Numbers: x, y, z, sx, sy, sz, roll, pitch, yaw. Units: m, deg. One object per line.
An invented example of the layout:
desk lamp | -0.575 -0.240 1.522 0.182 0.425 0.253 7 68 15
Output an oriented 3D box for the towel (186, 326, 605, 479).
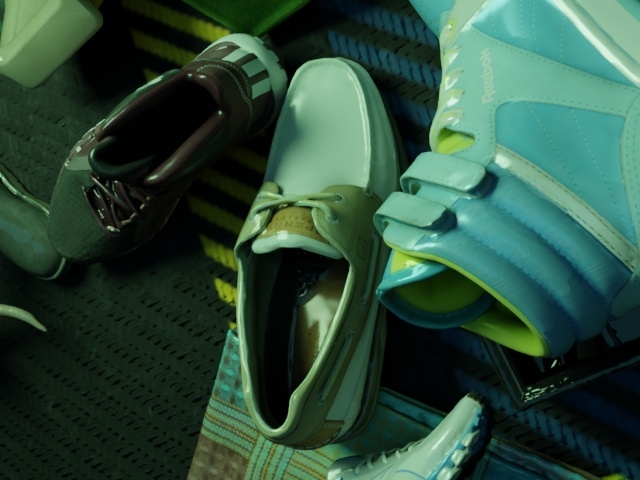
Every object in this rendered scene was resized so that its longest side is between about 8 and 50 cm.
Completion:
towel | 0.045 0.254 0.596 0.370 0.040 0.271 21 99 24

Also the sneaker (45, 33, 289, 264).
sneaker | -0.160 -0.058 0.602 0.281 0.162 0.106 -39 96 24

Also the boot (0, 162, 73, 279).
boot | -0.355 -0.019 0.683 0.190 0.208 0.076 35 106 21

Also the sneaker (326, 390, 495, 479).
sneaker | 0.048 0.174 0.538 0.083 0.071 0.190 41 107 26

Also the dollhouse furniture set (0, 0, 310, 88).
dollhouse furniture set | -0.150 -0.258 0.660 0.302 0.151 0.197 -23 60 41

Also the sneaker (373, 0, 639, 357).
sneaker | 0.089 -0.070 0.457 0.208 0.127 0.319 -36 51 2

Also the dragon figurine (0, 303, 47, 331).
dragon figurine | -0.398 0.102 0.775 0.289 0.144 0.085 -20 81 5

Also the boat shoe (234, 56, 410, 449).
boat shoe | 0.000 0.000 0.558 0.113 0.103 0.302 -4 80 23

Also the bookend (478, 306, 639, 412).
bookend | 0.174 0.010 0.509 0.157 0.072 0.156 -28 79 23
